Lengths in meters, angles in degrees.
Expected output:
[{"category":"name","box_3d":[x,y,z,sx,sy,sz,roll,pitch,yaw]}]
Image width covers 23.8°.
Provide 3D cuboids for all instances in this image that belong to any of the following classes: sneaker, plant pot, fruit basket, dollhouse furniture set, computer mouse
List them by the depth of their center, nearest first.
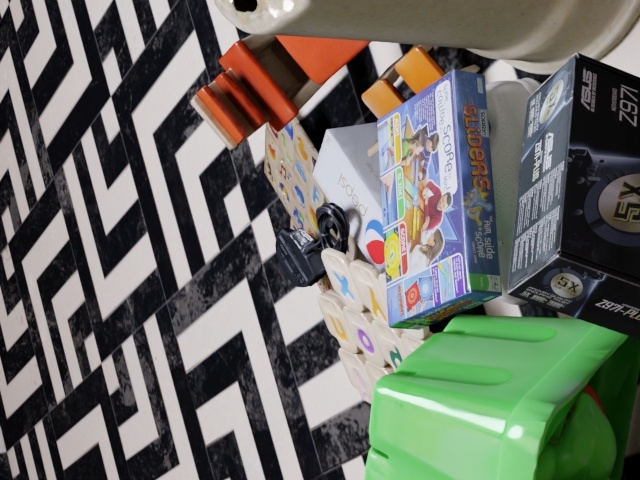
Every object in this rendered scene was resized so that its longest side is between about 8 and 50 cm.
[{"category":"fruit basket","box_3d":[0.215,0.271,1.249,0.392,0.283,0.392,12,115,28]},{"category":"plant pot","box_3d":[0.068,-0.291,1.271,0.334,0.305,0.334,27,121,56]},{"category":"sneaker","box_3d":[0.157,-0.042,1.400,0.080,0.094,0.212,19,113,59]},{"category":"dollhouse furniture set","box_3d":[-0.016,-0.194,1.517,0.262,0.135,0.259,50,148,-2]},{"category":"computer mouse","box_3d":[0.000,0.000,1.666,0.071,0.041,0.242,60,161,4]}]

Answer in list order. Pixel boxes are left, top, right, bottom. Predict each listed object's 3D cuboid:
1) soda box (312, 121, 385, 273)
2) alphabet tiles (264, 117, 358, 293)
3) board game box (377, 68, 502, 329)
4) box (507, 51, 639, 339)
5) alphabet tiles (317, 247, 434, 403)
[{"category":"soda box","box_3d":[0.074,-0.026,1.577,0.216,0.074,0.069,58,145,36]},{"category":"alphabet tiles","box_3d":[-0.013,-0.040,1.757,0.198,0.009,0.237,94,152,-50]},{"category":"board game box","box_3d":[0.102,-0.033,1.348,0.136,0.035,0.201,-29,59,58]},{"category":"box","box_3d":[0.230,-0.029,1.150,0.077,0.147,0.180,134,151,-57]},{"category":"alphabet tiles","box_3d":[0.092,0.137,1.561,0.284,0.021,0.278,20,137,58]}]
